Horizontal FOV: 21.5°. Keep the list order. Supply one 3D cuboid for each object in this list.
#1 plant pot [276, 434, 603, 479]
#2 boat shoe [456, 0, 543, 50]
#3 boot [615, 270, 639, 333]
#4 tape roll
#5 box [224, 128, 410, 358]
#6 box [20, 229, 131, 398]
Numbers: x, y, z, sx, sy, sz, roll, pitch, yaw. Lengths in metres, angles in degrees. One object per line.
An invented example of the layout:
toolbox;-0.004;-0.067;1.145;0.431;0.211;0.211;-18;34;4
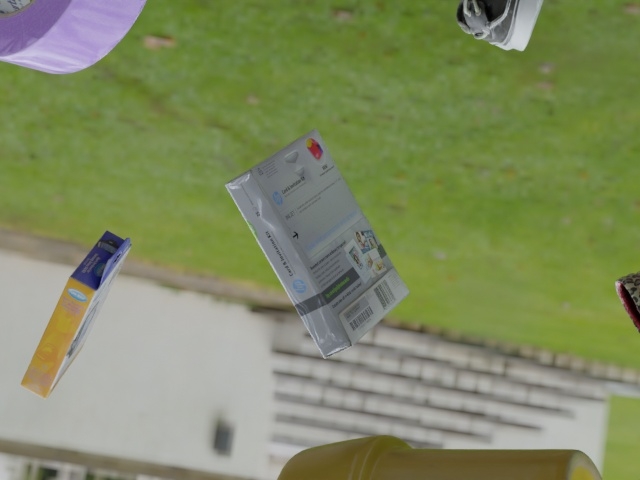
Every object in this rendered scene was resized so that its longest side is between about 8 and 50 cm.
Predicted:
plant pot;0.115;0.272;1.375;0.239;0.254;0.254;-16;162;21
boat shoe;0.174;-0.229;1.665;0.070;0.078;0.219;17;178;-3
boot;0.475;0.091;1.999;0.178;0.236;0.085;-22;134;-6
tape roll;-0.287;-0.319;1.780;0.274;0.275;0.090;1;172;43
box;0.000;0.000;1.582;0.038;0.186;0.145;-26;-174;31
box;-0.193;0.053;1.345;0.028;0.136;0.081;27;-149;1
